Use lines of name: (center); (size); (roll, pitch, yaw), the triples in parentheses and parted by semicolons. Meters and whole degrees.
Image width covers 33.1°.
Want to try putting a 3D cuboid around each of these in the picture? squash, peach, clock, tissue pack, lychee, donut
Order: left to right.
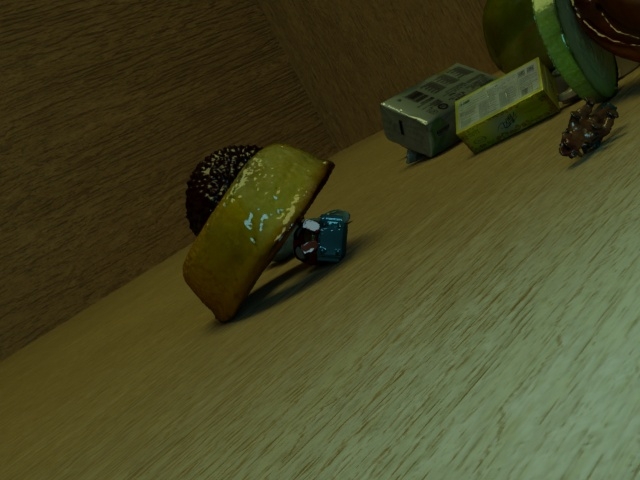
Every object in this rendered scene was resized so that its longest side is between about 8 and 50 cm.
lychee: (-0.146, -0.064, 2.079); (0.236, 0.236, 0.271); (-30, -14, -12)
donut: (-0.099, -0.021, 1.581); (0.303, 0.110, 0.303); (-56, 1, 1)
tissue pack: (0.269, -0.264, 2.333); (0.229, 0.145, 0.159); (-32, 40, -25)
tissue pack: (0.327, -0.236, 1.895); (0.176, 0.062, 0.095); (-28, 38, 28)
peach: (0.556, -0.564, 2.728); (0.314, 0.281, 0.315); (-36, -2, -9)
squash: (0.396, -0.311, 1.666); (0.041, 0.219, 0.219); (-21, 9, 34)
clock: (0.490, -0.308, 1.924); (0.229, 0.063, 0.155); (-35, 7, -35)

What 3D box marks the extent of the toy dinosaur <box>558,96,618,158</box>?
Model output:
toy dinosaur: (0.327, -0.138, 1.305); (0.154, 0.049, 0.055); (-35, -31, -45)

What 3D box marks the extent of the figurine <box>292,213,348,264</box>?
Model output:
figurine: (0.000, 0.000, 1.554); (0.075, 0.068, 0.140); (3, -5, -6)

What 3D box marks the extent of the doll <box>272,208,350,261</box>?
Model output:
doll: (-0.037, -0.025, 1.904); (0.180, 0.075, 0.120); (-31, 10, -17)

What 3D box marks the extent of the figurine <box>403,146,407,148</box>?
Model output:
figurine: (0.285, -0.315, 2.626); (0.235, 0.127, 0.155); (-30, -13, -35)

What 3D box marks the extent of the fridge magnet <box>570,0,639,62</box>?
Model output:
fridge magnet: (0.534, -0.410, 1.550); (0.363, 0.155, 0.363); (-18, 49, 22)
